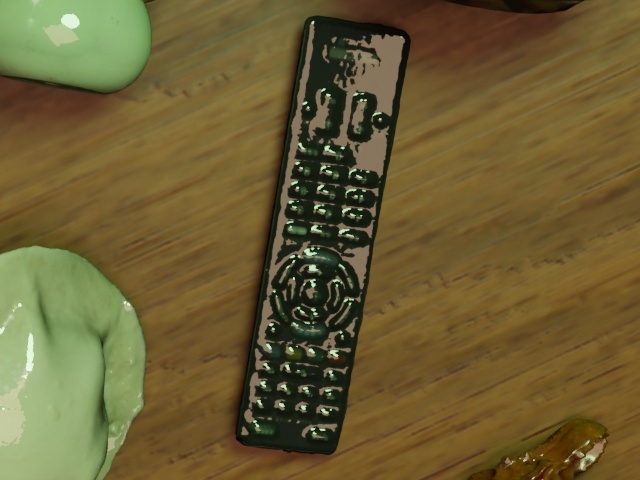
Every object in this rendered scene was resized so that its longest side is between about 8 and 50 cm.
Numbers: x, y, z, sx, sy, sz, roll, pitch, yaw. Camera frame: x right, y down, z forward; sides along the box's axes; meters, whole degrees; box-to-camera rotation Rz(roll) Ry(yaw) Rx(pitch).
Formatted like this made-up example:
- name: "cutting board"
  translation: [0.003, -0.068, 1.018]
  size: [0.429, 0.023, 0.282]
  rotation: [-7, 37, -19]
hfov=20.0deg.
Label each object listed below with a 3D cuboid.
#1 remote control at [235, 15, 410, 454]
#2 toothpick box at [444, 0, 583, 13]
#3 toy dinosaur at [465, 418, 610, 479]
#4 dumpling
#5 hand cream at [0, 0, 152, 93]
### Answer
- name: "remote control"
  translation: [0.000, 0.000, 0.999]
  size: [0.063, 0.025, 0.245]
  rotation: [9, 98, -9]
- name: "toothpick box"
  translation: [0.103, -0.252, 0.895]
  size: [0.175, 0.175, 0.271]
  rotation: [8, 102, -8]
- name: "toy dinosaur"
  translation: [0.053, 0.295, 0.987]
  size: [0.432, 0.208, 0.097]
  rotation: [-50, 142, -2]
- name: "dumpling"
  translation: [-0.160, 0.091, 0.969]
  size: [0.150, 0.092, 0.176]
  rotation: [-12, 96, -19]
- name: "hand cream"
  translation: [-0.109, -0.229, 0.924]
  size: [0.147, 0.093, 0.306]
  rotation: [10, 89, -8]
